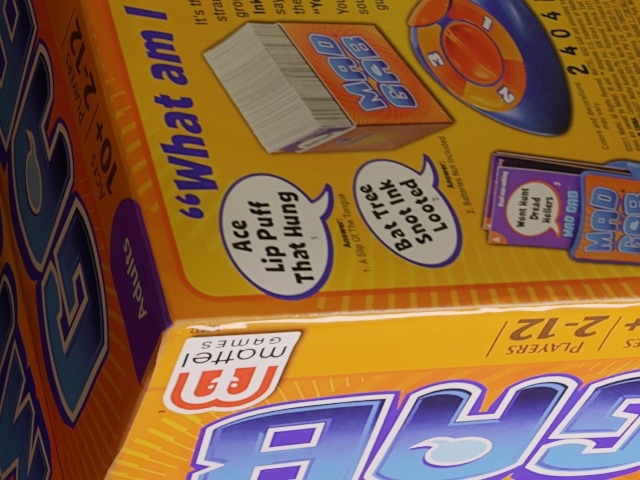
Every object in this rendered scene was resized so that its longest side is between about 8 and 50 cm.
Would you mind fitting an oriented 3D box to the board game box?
[{"bbox_3d":[0.000,0.000,1.081,0.356,0.356,0.356,-1,53,-23],"label":"board game box"}]
